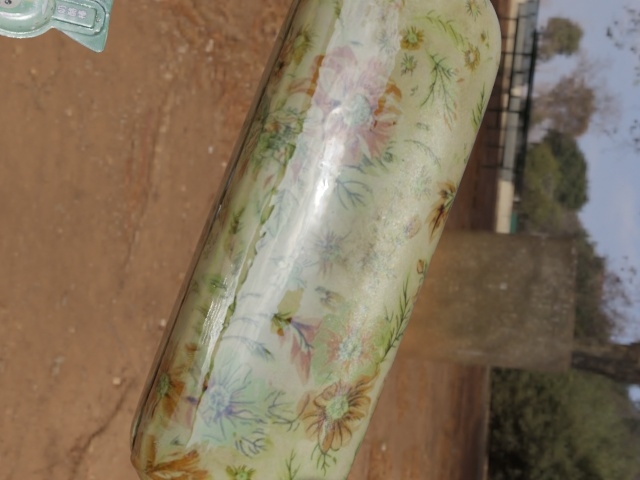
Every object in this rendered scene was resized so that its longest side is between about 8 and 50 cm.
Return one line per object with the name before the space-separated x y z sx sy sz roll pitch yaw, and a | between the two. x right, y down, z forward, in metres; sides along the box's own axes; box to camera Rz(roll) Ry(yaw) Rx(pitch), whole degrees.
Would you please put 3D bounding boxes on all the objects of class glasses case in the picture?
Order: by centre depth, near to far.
glasses case | 0.000 0.000 0.660 0.098 0.156 0.425 18 -93 68

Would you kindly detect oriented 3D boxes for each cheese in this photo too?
cheese | -0.235 -0.196 0.785 0.026 0.120 0.067 157 -58 -69
